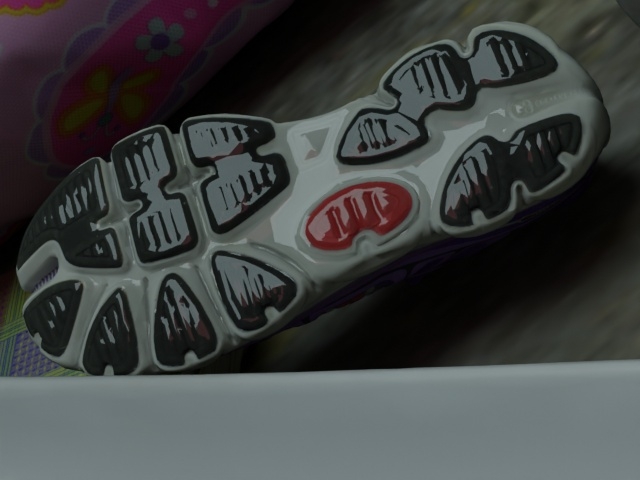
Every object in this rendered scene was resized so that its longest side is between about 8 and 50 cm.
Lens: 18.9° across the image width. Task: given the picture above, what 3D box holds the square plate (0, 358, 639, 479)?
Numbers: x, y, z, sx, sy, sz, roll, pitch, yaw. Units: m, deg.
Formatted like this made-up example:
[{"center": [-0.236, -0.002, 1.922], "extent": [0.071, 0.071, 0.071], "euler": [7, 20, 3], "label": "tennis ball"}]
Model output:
[{"center": [-0.065, 0.188, 0.412], "extent": [0.347, 0.049, 0.344], "euler": [-5, 57, 42], "label": "square plate"}]

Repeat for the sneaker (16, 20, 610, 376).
[{"center": [0.000, 0.000, 0.531], "extent": [0.170, 0.071, 0.068], "euler": [-17, 69, 7], "label": "sneaker"}]

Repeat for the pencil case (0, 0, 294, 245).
[{"center": [-0.118, -0.064, 0.670], "extent": [0.284, 0.124, 0.124], "euler": [-41, 36, 7], "label": "pencil case"}]

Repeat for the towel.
[{"center": [-0.095, 0.033, 0.648], "extent": [0.060, 0.009, 0.083], "euler": [-24, 41, 24], "label": "towel"}]

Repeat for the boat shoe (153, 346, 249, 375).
[{"center": [-0.050, 0.036, 0.570], "extent": [0.050, 0.045, 0.135], "euler": [-16, 44, 34], "label": "boat shoe"}]

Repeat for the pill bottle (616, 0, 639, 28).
[{"center": [0.190, -0.160, 0.433], "extent": [0.301, 0.169, 0.169], "euler": [-26, 39, 24], "label": "pill bottle"}]
